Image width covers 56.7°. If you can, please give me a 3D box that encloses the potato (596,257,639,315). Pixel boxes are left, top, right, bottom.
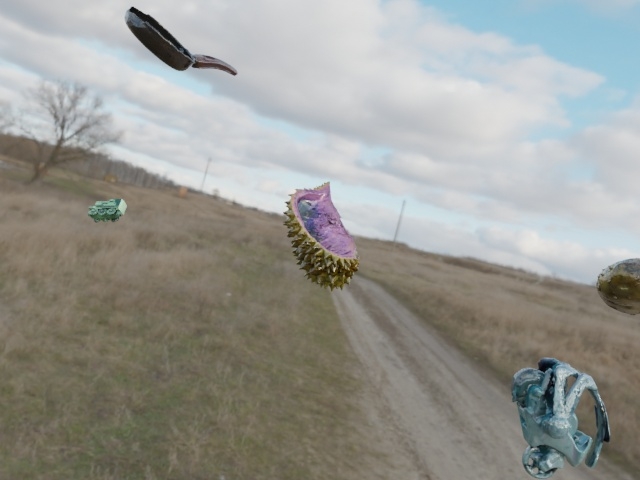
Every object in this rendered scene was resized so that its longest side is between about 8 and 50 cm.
[{"bbox_3d":[0.255,0.037,0.488,0.051,0.040,0.083,12,-11,28],"label":"potato"}]

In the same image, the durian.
[{"bbox_3d":[-0.014,0.007,1.431,0.154,0.186,0.260,-6,39,-24],"label":"durian"}]

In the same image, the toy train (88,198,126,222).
[{"bbox_3d":[-0.497,-0.070,1.377,0.083,0.053,0.033,0,-37,11],"label":"toy train"}]

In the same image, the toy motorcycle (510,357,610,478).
[{"bbox_3d":[0.546,0.404,1.352,0.206,0.259,0.154,-11,1,-1],"label":"toy motorcycle"}]

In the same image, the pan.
[{"bbox_3d":[-0.206,-0.282,0.894,0.115,0.040,0.212,51,19,27],"label":"pan"}]
